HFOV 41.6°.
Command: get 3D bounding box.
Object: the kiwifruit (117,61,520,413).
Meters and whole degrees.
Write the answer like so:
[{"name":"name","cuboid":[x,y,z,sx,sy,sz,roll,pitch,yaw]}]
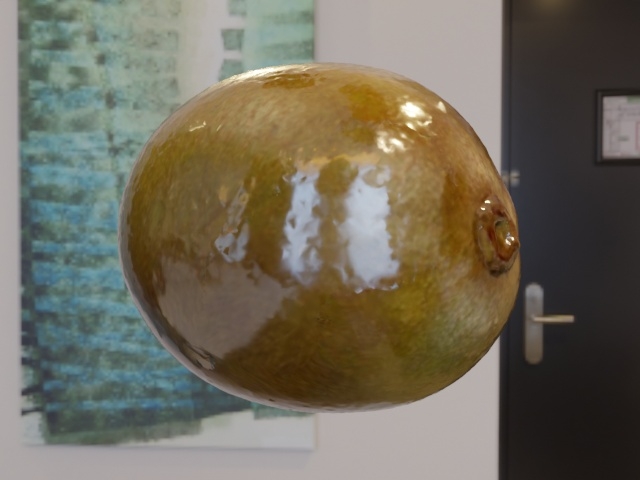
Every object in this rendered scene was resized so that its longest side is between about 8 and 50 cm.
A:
[{"name":"kiwifruit","cuboid":[0.000,0.000,0.468,0.234,0.196,0.196,5,4,41]}]
